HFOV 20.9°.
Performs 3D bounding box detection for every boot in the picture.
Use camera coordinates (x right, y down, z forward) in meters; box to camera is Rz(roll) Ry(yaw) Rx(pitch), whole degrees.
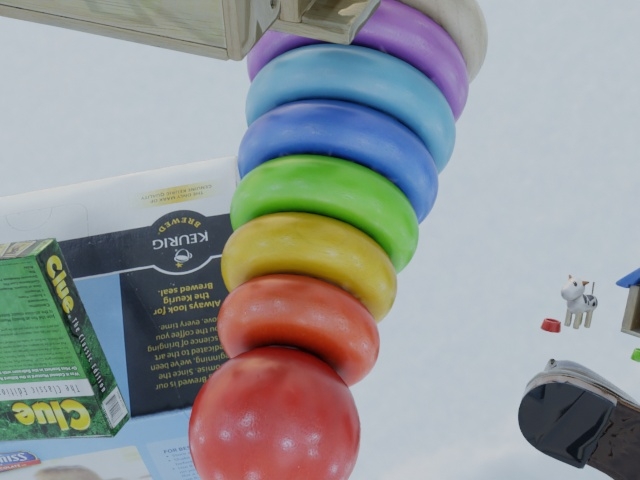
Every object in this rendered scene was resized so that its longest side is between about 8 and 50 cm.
[{"bbox_3d":[0.250,0.155,1.293,0.219,0.106,0.082,33,107,1],"label":"boot"}]

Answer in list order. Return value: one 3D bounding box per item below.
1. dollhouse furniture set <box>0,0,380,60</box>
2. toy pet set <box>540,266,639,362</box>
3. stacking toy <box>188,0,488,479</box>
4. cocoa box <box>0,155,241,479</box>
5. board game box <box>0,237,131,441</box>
[{"bbox_3d":[-0.061,-0.201,0.823,0.161,0.212,0.242,13,41,20],"label":"dollhouse furniture set"},{"bbox_3d":[0.243,0.046,1.269,0.122,0.114,0.065,18,103,34],"label":"toy pet set"},{"bbox_3d":[0.000,0.000,0.959,0.141,0.141,0.330,-3,57,27],"label":"stacking toy"},{"bbox_3d":[-0.204,0.109,1.415,0.347,0.231,0.228,-10,58,3],"label":"cocoa box"},{"bbox_3d":[-0.257,0.073,1.138,0.259,0.136,0.030,-5,24,29],"label":"board game box"}]
